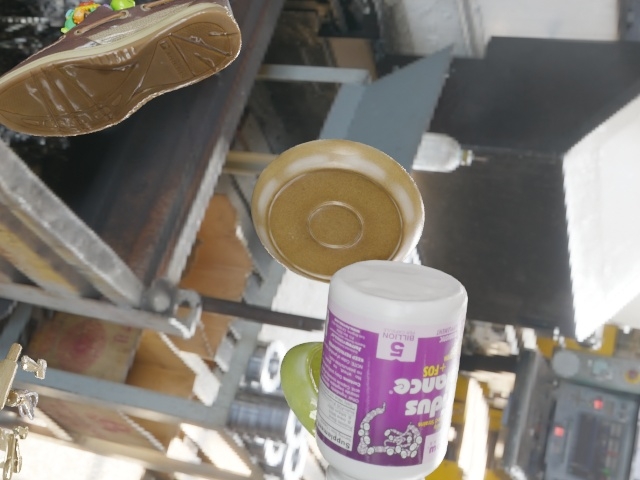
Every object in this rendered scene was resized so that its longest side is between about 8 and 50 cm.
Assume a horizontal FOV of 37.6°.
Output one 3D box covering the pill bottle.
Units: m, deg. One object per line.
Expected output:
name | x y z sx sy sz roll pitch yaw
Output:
pill bottle | 0.081 0.190 1.157 0.169 0.169 0.301 -30 129 -62

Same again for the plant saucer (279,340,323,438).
plant saucer | 0.045 0.246 1.492 0.037 0.241 0.241 -51 171 27

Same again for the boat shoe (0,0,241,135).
boat shoe | -0.273 -0.245 1.242 0.123 0.342 0.123 61 10 -46

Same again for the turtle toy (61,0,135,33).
turtle toy | -0.356 -0.354 1.517 0.130 0.095 0.066 -18 110 -27

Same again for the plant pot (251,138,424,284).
plant pot | 0.021 -0.026 1.265 0.032 0.236 0.236 -79 163 -53

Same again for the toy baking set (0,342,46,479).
toy baking set | -0.498 0.268 1.520 0.197 0.030 0.256 96 -1 -47
